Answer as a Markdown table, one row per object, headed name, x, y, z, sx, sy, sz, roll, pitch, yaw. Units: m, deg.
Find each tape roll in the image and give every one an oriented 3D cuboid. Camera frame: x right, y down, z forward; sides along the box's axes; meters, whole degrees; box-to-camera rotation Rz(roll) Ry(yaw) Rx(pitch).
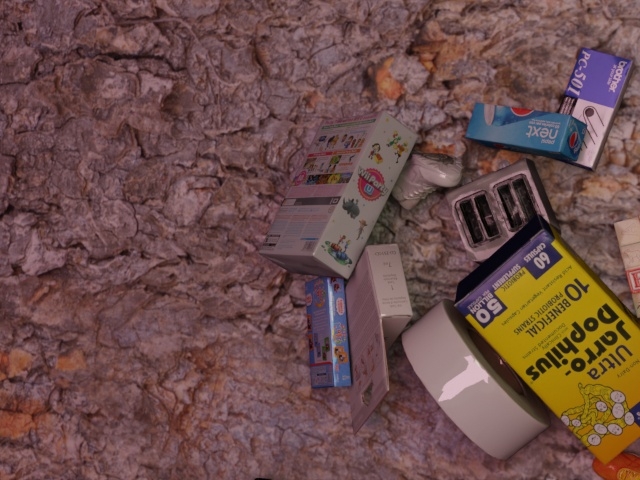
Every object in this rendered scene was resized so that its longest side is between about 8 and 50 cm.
| name | x | y | z | sx | sy | sz | roll | pitch | yaw |
| --- | --- | --- | --- | --- | --- | --- | --- | --- | --- |
| tape roll | 0.269 | 0.238 | 1.728 | 0.100 | 0.286 | 0.286 | -42 | 70 | 12 |

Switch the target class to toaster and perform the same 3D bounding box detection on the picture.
| name | x | y | z | sx | sy | sz | roll | pitch | yaw |
| --- | --- | --- | --- | --- | --- | --- | --- | --- | --- |
| toaster | 0.335 | -0.043 | 1.828 | 0.168 | 0.110 | 0.185 | -23 | 75 | 19 |

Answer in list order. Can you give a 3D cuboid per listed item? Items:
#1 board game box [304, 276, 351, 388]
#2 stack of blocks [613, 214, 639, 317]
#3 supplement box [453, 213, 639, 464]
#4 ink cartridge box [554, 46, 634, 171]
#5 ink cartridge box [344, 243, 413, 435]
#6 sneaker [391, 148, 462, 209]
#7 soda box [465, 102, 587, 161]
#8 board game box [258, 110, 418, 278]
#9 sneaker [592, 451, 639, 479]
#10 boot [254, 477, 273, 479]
| name | x | y | z | sx | sy | sz | roll | pitch | yaw |
| --- | --- | --- | --- | --- | --- | --- | --- | --- | --- |
| board game box | 0.012 | 0.176 | 1.917 | 0.039 | 0.160 | 0.211 | -2 | 82 | -16 |
| stack of blocks | 0.669 | 0.019 | 1.691 | 0.297 | 0.087 | 0.171 | -15 | 78 | 20 |
| supplement box | 0.416 | 0.157 | 1.664 | 0.194 | 0.195 | 0.356 | -43 | 90 | 13 |
| ink cartridge box | 0.489 | -0.239 | 1.822 | 0.097 | 0.046 | 0.207 | 22 | 92 | 23 |
| ink cartridge box | 0.098 | 0.184 | 1.785 | 0.066 | 0.296 | 0.261 | -3 | 66 | -12 |
| sneaker | 0.190 | -0.111 | 1.883 | 0.232 | 0.090 | 0.115 | -156 | 67 | -62 |
| soda box | 0.372 | -0.199 | 1.818 | 0.210 | 0.067 | 0.071 | 16 | 89 | 44 |
| board game box | 0.029 | -0.085 | 1.869 | 0.224 | 0.097 | 0.303 | 4 | 65 | 59 |
| sneaker | 0.551 | 0.406 | 1.704 | 0.175 | 0.067 | 0.064 | 16 | 91 | 25 |
| boot | -0.059 | 0.597 | 1.919 | 0.246 | 0.094 | 0.207 | 24 | 89 | 17 |
